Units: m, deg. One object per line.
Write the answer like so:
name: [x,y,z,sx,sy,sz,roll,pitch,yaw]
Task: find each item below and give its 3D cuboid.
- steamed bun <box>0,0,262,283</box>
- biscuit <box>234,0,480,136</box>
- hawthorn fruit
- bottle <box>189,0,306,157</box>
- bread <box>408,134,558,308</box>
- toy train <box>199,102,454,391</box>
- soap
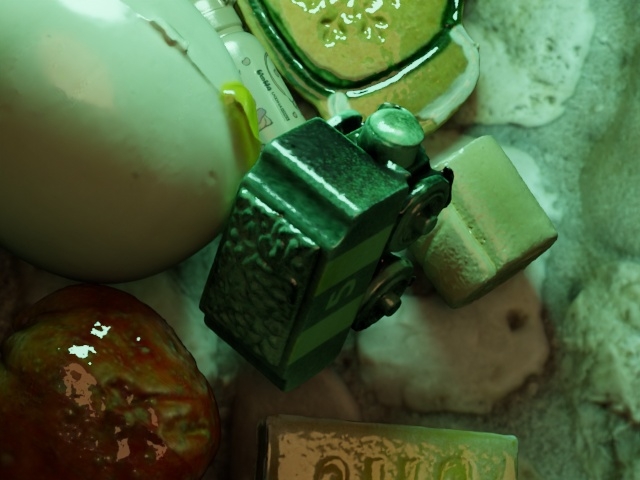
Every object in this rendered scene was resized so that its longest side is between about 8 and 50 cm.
steamed bun: [-0.241,-0.130,1.789,0.374,0.334,0.334,41,75,-17]
biscuit: [0.055,-0.278,2.007,0.287,0.057,0.344,-31,85,-14]
hawthorn fruit: [-0.226,0.179,1.769,0.258,0.258,0.262,-38,67,-14]
bottle: [-0.099,-0.167,1.943,0.110,0.097,0.209,-32,83,15]
bread: [0.164,-0.018,1.933,0.148,0.134,0.141,-28,81,-28]
toy train: [0.000,0.000,1.816,0.167,0.299,0.238,38,41,21]
soap: [0.067,0.280,1.880,0.274,0.089,0.173,5,77,-9]
